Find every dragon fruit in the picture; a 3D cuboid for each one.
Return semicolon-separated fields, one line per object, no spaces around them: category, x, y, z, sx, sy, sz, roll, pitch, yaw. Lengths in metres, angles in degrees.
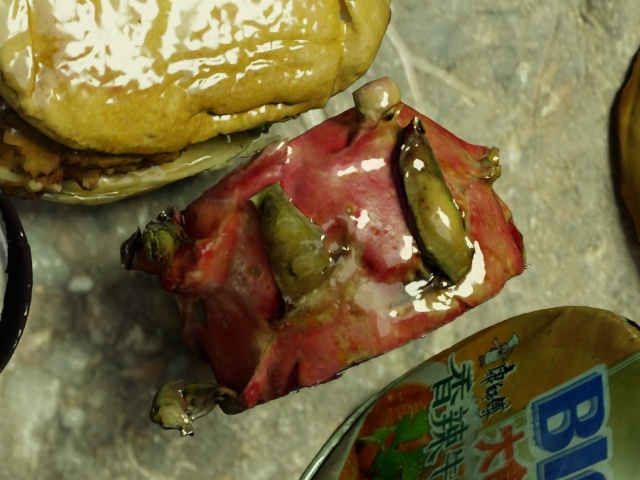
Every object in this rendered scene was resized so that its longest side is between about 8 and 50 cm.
dragon fruit;0.000;0.000;1.058;0.282;0.211;0.147;-23;92;-31

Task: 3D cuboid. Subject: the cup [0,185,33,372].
cup;-0.250;0.025;0.873;0.203;0.288;0.203;2;85;-28

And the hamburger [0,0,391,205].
hamburger;-0.109;-0.115;1.040;0.282;0.155;0.245;34;74;-25

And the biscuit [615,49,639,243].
biscuit;0.355;-0.054;1.316;0.296;0.102;0.296;5;80;-28

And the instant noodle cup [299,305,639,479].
instant noodle cup;0.138;0.215;1.077;0.214;0.296;0.296;48;66;-24
